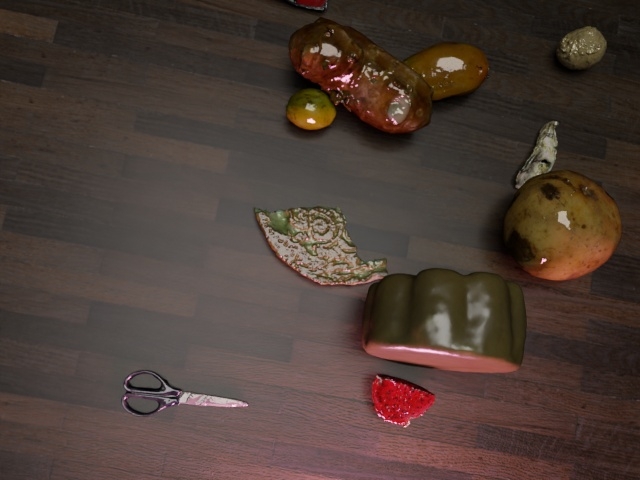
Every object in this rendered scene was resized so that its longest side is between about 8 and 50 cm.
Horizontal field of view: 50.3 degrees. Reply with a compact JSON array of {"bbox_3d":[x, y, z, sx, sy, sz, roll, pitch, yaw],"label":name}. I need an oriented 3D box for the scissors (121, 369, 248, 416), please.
[{"bbox_3d":[-0.322,0.376,1.632,0.300,0.022,0.109,7,83,-6],"label":"scissors"}]

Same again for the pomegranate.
[{"bbox_3d":[0.591,-0.034,1.680,0.281,0.281,0.281,1,80,-6],"label":"pomegranate"}]

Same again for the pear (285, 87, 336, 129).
[{"bbox_3d":[-0.026,-0.336,1.742,0.131,0.107,0.107,10,79,-11],"label":"pear"}]

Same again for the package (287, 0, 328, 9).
[{"bbox_3d":[-0.103,-0.728,1.826,0.269,0.071,0.194,11,81,-17],"label":"package"}]

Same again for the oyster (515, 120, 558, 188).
[{"bbox_3d":[0.586,-0.213,1.824,0.106,0.061,0.200,45,81,-16],"label":"oyster"}]

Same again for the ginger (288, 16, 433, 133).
[{"bbox_3d":[0.091,-0.407,1.699,0.418,0.254,0.176,42,124,7],"label":"ginger"}]

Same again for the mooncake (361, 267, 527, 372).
[{"bbox_3d":[0.280,0.184,1.561,0.378,0.378,0.201,9,75,-5],"label":"mooncake"}]

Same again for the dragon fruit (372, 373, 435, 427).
[{"bbox_3d":[0.184,0.388,1.660,0.162,0.083,0.106,19,92,-12],"label":"dragon fruit"}]

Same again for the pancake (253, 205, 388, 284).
[{"bbox_3d":[-0.001,0.002,1.717,0.376,0.054,0.197,32,80,-2],"label":"pancake"}]

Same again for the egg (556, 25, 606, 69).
[{"bbox_3d":[0.709,-0.522,1.847,0.140,0.116,0.118,-18,55,-13],"label":"egg"}]

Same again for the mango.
[{"bbox_3d":[0.317,-0.445,1.789,0.248,0.151,0.156,-9,38,5],"label":"mango"}]
